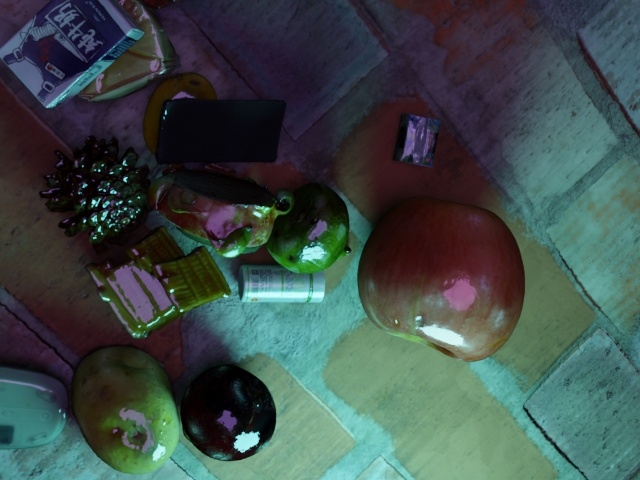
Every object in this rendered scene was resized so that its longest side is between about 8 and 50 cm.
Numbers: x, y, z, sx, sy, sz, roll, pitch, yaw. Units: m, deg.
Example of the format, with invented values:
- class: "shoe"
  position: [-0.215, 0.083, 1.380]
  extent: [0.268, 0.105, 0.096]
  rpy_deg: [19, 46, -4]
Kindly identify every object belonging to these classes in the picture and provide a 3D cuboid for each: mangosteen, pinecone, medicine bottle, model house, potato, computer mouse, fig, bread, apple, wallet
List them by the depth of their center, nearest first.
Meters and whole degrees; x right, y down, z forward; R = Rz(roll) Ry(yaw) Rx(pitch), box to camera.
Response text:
- class: "bread"
  position: [-0.405, -0.383, 1.450]
  extent: [0.210, 0.110, 0.192]
  rpy_deg: [-26, 101, 3]
- class: "pinecone"
  position: [-0.441, -0.102, 1.463]
  extent: [0.202, 0.202, 0.228]
  rpy_deg: [21, 115, 5]
- class: "model house"
  position: [-0.327, 0.081, 1.518]
  extent: [0.229, 0.219, 0.199]
  rpy_deg: [-29, 95, -8]
- class: "wallet"
  position: [-0.203, -0.225, 1.518]
  extent: [0.286, 0.030, 0.146]
  rpy_deg: [-6, 128, -35]
- class: "computer mouse"
  position: [-0.693, 0.338, 1.519]
  extent: [0.331, 0.095, 0.197]
  rpy_deg: [12, 106, -21]
- class: "potato"
  position: [-0.399, 0.372, 1.545]
  extent: [0.243, 0.242, 0.285]
  rpy_deg: [-13, 100, -13]
- class: "apple"
  position: [0.267, 0.073, 1.602]
  extent: [0.364, 0.364, 0.363]
  rpy_deg: [-3, 100, -15]
- class: "mangosteen"
  position: [-0.213, 0.380, 1.604]
  extent: [0.216, 0.216, 0.216]
  rpy_deg: [-3, 100, -15]
- class: "fig"
  position: [0.000, 0.000, 1.609]
  extent: [0.203, 0.203, 0.235]
  rpy_deg: [-49, 129, -3]
- class: "medicine bottle"
  position: [-0.088, 0.097, 1.644]
  extent: [0.184, 0.086, 0.086]
  rpy_deg: [2, 99, -15]

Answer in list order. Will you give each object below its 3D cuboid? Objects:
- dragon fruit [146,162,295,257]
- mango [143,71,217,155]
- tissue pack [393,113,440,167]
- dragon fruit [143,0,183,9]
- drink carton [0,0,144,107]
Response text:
- class: "dragon fruit"
  position: [-0.203, -0.067, 1.498]
  extent: [0.296, 0.268, 0.130]
  rpy_deg: [10, 109, -8]
- class: "mango"
  position: [-0.292, -0.255, 1.521]
  extent: [0.137, 0.098, 0.195]
  rpy_deg: [19, 102, -30]
- class: "tissue pack"
  position: [0.224, -0.227, 1.675]
  extent: [0.085, 0.079, 0.110]
  rpy_deg: [8, 98, -16]
- class: "dragon fruit"
  position: [-0.204, -0.555, 1.427]
  extent: [0.330, 0.302, 0.240]
  rpy_deg: [-48, 142, -12]
- class: "drink carton"
  position: [-0.456, -0.362, 1.349]
  extent: [0.222, 0.102, 0.134]
  rpy_deg: [-39, 101, 7]
